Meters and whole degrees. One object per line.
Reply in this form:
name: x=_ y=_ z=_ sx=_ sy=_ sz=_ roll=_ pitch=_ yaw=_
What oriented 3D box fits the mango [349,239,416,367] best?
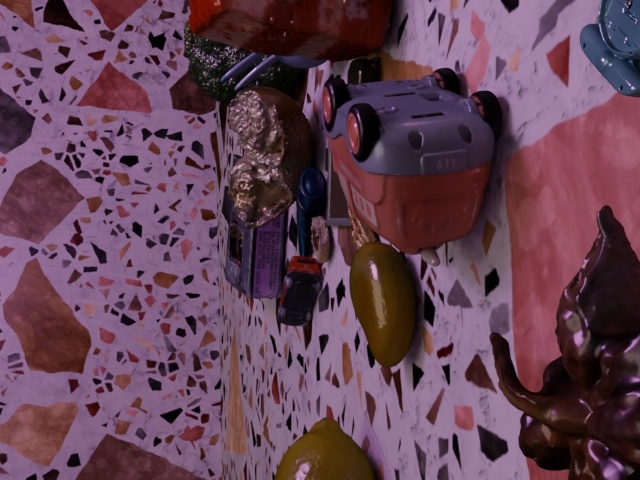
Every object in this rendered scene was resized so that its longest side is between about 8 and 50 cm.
mango: x=0.100 y=0.090 z=1.192 sx=0.122 sy=0.085 sz=0.191 roll=-53 pitch=47 yaw=48

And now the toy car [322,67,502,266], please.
toy car: x=0.110 y=-0.098 z=1.014 sx=0.270 sy=0.180 sz=0.213 roll=-121 pitch=26 yaw=-61

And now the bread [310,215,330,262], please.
bread: x=0.000 y=0.000 z=1.617 sx=0.070 sy=0.035 sz=0.083 roll=93 pitch=165 yaw=-50

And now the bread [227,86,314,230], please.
bread: x=-0.098 y=-0.184 z=1.737 sx=0.171 sy=0.192 sz=0.314 roll=21 pitch=115 yaw=28

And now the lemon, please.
lemon: x=0.007 y=0.422 z=1.316 sx=0.184 sy=0.184 sz=0.249 roll=129 pitch=155 yaw=-65

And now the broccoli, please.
broccoli: x=-0.180 y=-0.459 z=1.918 sx=0.283 sy=0.321 sz=0.303 roll=-62 pitch=19 yaw=-19

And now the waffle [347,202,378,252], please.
waffle: x=0.063 y=-0.017 z=1.382 sx=0.097 sy=0.023 sz=0.153 roll=115 pitch=141 yaw=-52

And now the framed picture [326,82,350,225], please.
framed picture: x=0.050 y=-0.163 z=1.495 sx=0.216 sy=0.016 sz=0.274 roll=-172 pitch=83 yaw=-74

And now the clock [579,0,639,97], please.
clock: x=0.276 y=-0.200 z=0.645 sx=0.108 sy=0.045 sz=0.147 roll=-108 pitch=25 yaw=-46

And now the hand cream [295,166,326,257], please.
hand cream: x=-0.032 y=-0.051 z=1.711 sx=0.270 sy=0.061 sz=0.120 roll=105 pitch=160 yaw=-59

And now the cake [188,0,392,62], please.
cake: x=-0.050 y=-0.455 z=1.313 sx=0.270 sy=0.319 sz=0.270 roll=-160 pitch=74 yaw=-74

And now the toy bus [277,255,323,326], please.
toy bus: x=-0.048 y=0.111 z=1.722 sx=0.077 sy=0.079 sz=0.174 roll=-92 pitch=13 yaw=-45

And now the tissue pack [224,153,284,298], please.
tissue pack: x=-0.169 y=-0.042 z=2.075 sx=0.259 sy=0.122 sz=0.362 roll=-150 pitch=64 yaw=-69

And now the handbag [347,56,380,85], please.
handbag: x=0.072 y=-0.262 z=1.363 sx=0.072 sy=0.047 sz=0.111 roll=16 pitch=107 yaw=58

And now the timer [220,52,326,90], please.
timer: x=-0.081 y=-0.409 z=1.553 sx=0.175 sy=0.255 sz=0.175 roll=-13 pitch=-90 yaw=-80

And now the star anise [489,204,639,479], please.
star anise: x=0.234 y=0.142 z=0.659 sx=0.350 sy=0.108 sz=0.292 roll=-105 pitch=28 yaw=-47
